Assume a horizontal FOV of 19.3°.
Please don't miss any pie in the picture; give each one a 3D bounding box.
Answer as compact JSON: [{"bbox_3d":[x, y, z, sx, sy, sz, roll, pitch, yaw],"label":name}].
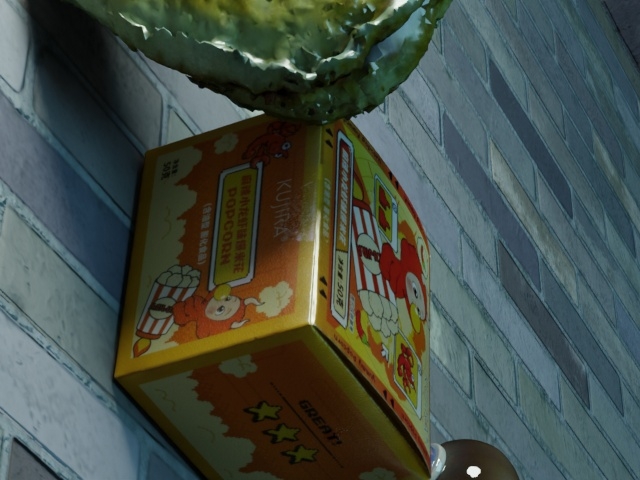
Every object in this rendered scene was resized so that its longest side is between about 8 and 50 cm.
[{"bbox_3d":[-0.061,-0.311,1.713,0.418,0.395,0.180,35,-16,12],"label":"pie"}]

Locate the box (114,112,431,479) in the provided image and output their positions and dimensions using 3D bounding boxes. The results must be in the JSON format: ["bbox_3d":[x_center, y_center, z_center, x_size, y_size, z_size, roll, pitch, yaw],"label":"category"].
[{"bbox_3d":[-0.028,0.066,1.755,0.259,0.213,0.284,56,26,-43],"label":"box"}]

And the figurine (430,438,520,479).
[{"bbox_3d":[0.176,0.317,2.183,0.275,0.161,0.158,58,2,-38],"label":"figurine"}]
